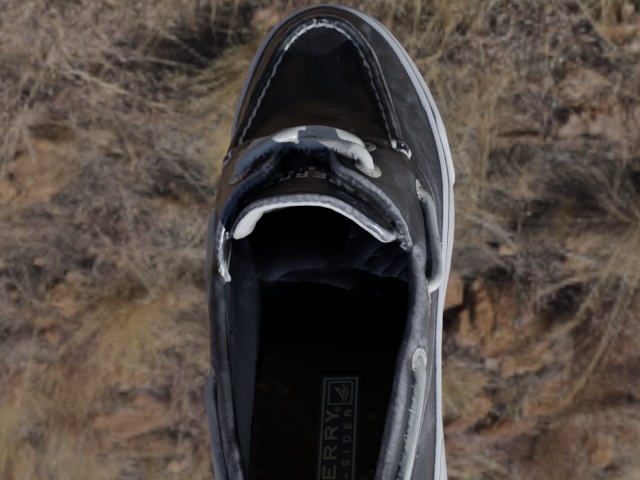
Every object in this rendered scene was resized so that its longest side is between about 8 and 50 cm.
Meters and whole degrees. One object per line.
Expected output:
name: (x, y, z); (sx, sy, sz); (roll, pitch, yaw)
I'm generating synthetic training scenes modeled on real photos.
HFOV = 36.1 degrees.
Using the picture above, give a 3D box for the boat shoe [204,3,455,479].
boat shoe: (0.000, 0.000, 0.406); (0.108, 0.301, 0.102); (-3, 148, 10)
